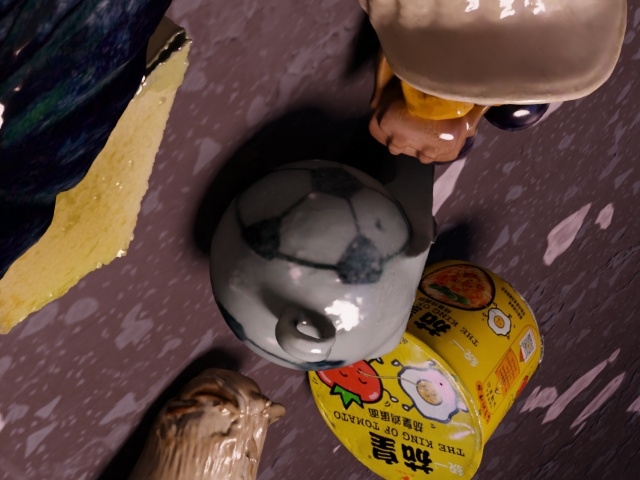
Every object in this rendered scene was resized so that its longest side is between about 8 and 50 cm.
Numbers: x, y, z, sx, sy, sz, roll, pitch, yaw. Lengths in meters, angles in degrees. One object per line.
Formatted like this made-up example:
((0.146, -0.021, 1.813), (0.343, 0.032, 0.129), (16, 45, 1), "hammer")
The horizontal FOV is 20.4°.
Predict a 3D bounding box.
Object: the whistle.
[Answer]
((0.000, 0.000, 1.292), (0.290, 0.163, 0.163), (-83, -162, -59), "whistle")

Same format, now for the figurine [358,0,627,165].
((0.096, -0.169, 1.175), (0.185, 0.204, 0.332), (-27, 180, -8), "figurine")

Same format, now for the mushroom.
((-0.140, 0.278, 1.468), (0.397, 0.126, 0.177), (-64, 172, 33), "mushroom")

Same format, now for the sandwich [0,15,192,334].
((-0.146, -0.035, 1.061), (0.193, 0.058, 0.162), (-45, 158, -12), "sandwich")

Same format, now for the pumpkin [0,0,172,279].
((-0.213, -0.100, 0.587), (0.363, 0.266, 0.363), (-41, 155, -25), "pumpkin")

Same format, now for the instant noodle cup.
((0.102, 0.108, 1.575), (0.144, 0.182, 0.182), (-41, 157, -39), "instant noodle cup")
